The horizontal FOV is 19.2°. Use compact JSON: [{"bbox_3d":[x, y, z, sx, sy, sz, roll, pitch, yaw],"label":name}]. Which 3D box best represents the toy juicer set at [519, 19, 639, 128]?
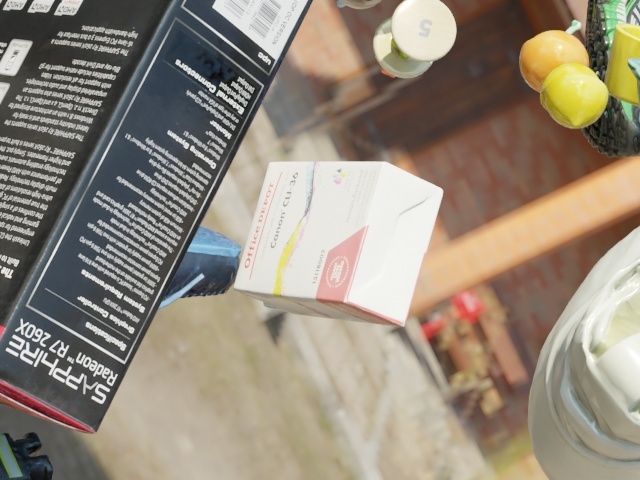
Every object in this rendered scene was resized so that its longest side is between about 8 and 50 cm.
[{"bbox_3d":[0.295,-0.116,1.561,0.209,0.089,0.329,4,24,-33],"label":"toy juicer set"}]

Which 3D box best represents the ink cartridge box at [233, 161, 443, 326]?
[{"bbox_3d":[0.000,0.000,1.513,0.067,0.115,0.198,22,-11,-33],"label":"ink cartridge box"}]

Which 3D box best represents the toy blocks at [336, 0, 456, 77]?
[{"bbox_3d":[0.050,-0.186,1.526,0.148,0.054,0.123,153,-83,-74],"label":"toy blocks"}]

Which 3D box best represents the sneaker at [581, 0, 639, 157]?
[{"bbox_3d":[0.377,-0.224,2.158,0.134,0.146,0.343,98,5,-47],"label":"sneaker"}]

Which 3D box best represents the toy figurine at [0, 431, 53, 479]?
[{"bbox_3d":[-0.325,0.251,1.564,0.213,0.148,0.209,7,-78,52],"label":"toy figurine"}]

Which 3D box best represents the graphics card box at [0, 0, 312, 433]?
[{"bbox_3d":[-0.142,-0.088,1.095,0.094,0.371,0.233,34,-15,-39],"label":"graphics card box"}]

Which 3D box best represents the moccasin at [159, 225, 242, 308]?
[{"bbox_3d":[-0.231,0.035,1.566,0.138,0.342,0.117,26,-69,60],"label":"moccasin"}]

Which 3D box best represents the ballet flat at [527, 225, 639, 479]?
[{"bbox_3d":[0.227,0.036,1.097,0.139,0.400,0.139,25,39,-22],"label":"ballet flat"}]
